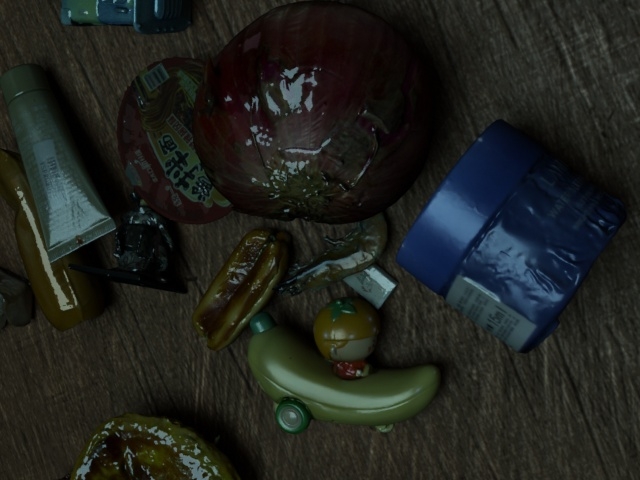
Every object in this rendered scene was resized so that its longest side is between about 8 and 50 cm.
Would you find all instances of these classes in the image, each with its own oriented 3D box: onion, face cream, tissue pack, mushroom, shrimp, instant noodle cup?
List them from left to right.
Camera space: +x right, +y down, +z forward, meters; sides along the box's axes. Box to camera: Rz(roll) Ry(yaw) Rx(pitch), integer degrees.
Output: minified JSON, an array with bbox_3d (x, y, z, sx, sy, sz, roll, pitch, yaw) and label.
[{"bbox_3d":[-0.691,0.128,1.980,0.236,0.173,0.162,23,115,20],"label":"mushroom"},{"bbox_3d":[-0.467,-0.142,1.795,0.137,0.084,0.341,-26,76,12],"label":"face cream"},{"bbox_3d":[-0.200,-0.167,1.688,0.274,0.090,0.274,7,106,25],"label":"instant noodle cup"},{"bbox_3d":[-0.015,-0.173,1.454,0.353,0.353,0.354,7,107,26],"label":"onion"},{"bbox_3d":[0.000,0.000,1.631,0.219,0.046,0.152,-31,75,19],"label":"shrimp"},{"bbox_3d":[0.068,0.055,1.645,0.108,0.023,0.056,39,116,13],"label":"tissue pack"},{"bbox_3d":[0.261,-0.004,1.403,0.225,0.249,0.249,37,117,9],"label":"face cream"}]

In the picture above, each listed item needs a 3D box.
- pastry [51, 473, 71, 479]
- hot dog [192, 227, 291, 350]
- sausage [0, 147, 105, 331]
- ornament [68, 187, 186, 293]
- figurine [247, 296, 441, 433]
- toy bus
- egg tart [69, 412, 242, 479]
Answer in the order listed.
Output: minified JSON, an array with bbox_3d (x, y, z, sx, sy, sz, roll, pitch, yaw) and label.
[{"bbox_3d":[-0.440,0.533,1.996,0.208,0.115,0.097,17,123,21],"label":"pastry"},{"bbox_3d":[-0.128,0.082,1.731,0.100,0.068,0.249,47,117,21],"label":"hot dog"},{"bbox_3d":[-0.498,-0.013,1.870,0.354,0.116,0.134,69,165,-3],"label":"sausage"},{"bbox_3d":[-0.308,-0.019,1.798,0.166,0.153,0.196,9,84,25],"label":"ornament"},{"bbox_3d":[0.035,0.193,1.650,0.324,0.124,0.222,3,101,24],"label":"figurine"},{"bbox_3d":[-0.308,-0.490,1.625,0.190,0.152,0.312,11,107,25],"label":"toy bus"},{"bbox_3d":[-0.278,0.466,1.856,0.351,0.153,0.339,39,103,4],"label":"egg tart"}]
